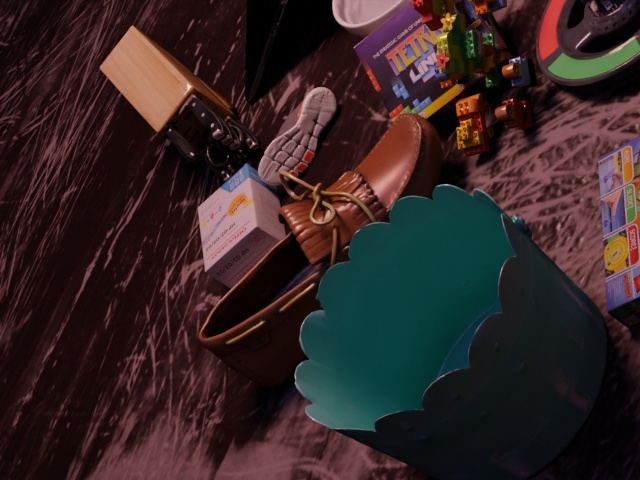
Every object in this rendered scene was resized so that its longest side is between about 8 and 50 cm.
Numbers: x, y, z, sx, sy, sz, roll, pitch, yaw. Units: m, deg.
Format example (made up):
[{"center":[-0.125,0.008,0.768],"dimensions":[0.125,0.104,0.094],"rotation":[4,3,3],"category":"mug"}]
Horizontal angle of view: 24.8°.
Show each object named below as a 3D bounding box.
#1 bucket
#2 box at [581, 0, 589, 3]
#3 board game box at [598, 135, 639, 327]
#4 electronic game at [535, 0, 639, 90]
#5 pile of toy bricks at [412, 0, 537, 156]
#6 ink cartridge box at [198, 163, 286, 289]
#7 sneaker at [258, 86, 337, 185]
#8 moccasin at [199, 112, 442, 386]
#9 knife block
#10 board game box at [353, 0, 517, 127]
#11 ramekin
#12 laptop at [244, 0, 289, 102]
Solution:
[{"center":[0.132,0.101,1.434],"dimensions":[0.281,0.183,0.281],"rotation":[-34,37,30],"category":"bucket"},{"center":[0.394,-0.405,1.624],"dimensions":[0.293,0.057,0.201],"rotation":[-28,35,22],"category":"box"},{"center":[0.338,-0.028,1.417],"dimensions":[0.136,0.035,0.201],"rotation":[-29,40,36],"category":"board game box"},{"center":[0.335,-0.267,1.637],"dimensions":[0.229,0.048,0.229],"rotation":[-34,37,31],"category":"electronic game"},{"center":[0.167,-0.211,1.680],"dimensions":[0.118,0.105,0.212],"rotation":[-15,79,42],"category":"pile of toy bricks"},{"center":[-0.105,-0.007,1.976],"dimensions":[0.104,0.061,0.181],"rotation":[-42,34,22],"category":"ink cartridge box"},{"center":[-0.034,-0.141,2.025],"dimensions":[0.158,0.061,0.065],"rotation":[-53,15,-10],"category":"sneaker"},{"center":[-0.001,-0.002,1.746],"dimensions":[0.380,0.147,0.139],"rotation":[-47,32,13],"category":"moccasin"},{"center":[-0.213,-0.200,2.149],"dimensions":[0.088,0.275,0.242],"rotation":[-51,2,7],"category":"knife block"},{"center":[0.142,-0.228,1.800],"dimensions":[0.170,0.048,0.141],"rotation":[-37,71,28],"category":"board game box"},{"center":[0.126,-0.339,1.933],"dimensions":[0.207,0.109,0.207],"rotation":[-34,37,31],"category":"ramekin"},{"center":[0.046,-0.459,2.245],"dimensions":[0.382,0.236,0.408],"rotation":[-91,18,-45],"category":"laptop"}]
